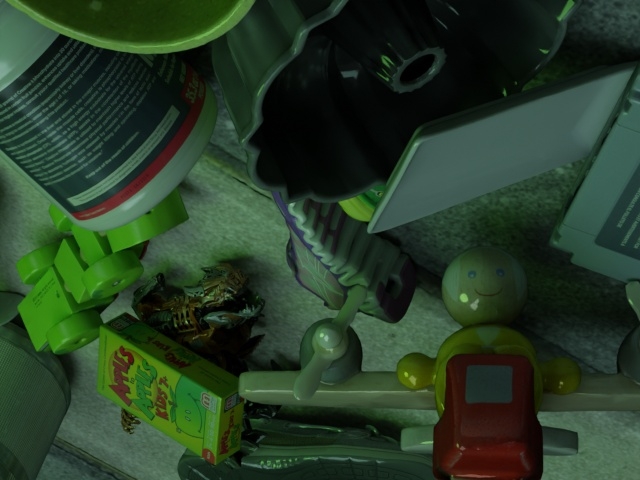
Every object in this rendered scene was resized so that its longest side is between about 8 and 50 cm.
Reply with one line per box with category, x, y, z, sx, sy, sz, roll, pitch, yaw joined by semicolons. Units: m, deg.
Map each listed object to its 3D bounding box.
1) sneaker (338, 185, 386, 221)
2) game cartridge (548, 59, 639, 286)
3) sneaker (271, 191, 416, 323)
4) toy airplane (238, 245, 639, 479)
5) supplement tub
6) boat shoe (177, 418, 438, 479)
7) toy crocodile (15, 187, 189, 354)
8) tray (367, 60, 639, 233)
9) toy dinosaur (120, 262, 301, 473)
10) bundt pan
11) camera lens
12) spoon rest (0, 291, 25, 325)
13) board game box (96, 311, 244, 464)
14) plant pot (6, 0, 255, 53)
sneaker;0.020;-0.155;1.765;0.123;0.109;0.295;-26;123;8
game cartridge;0.342;-0.045;1.748;0.198;0.062;0.297;17;148;-2
sneaker;0.000;0.000;1.951;0.104;0.095;0.236;-3;138;38
toy airplane;0.171;0.139;1.898;0.386;0.272;0.384;-4;-175;-39
supplement tub;-0.247;-0.157;1.788;0.191;0.191;0.272;-19;127;39
boat shoe;-0.010;0.258;2.262;0.320;0.103;0.118;-1;134;19
toy crocodile;-0.252;0.030;2.094;0.115;0.105;0.340;62;144;16
tray;0.164;-0.092;1.681;0.030;0.270;0.145;58;148;21
toy dinosaur;-0.140;0.139;2.169;0.218;0.164;0.322;43;157;-4
bundt pan;0.050;-0.183;1.569;0.124;0.331;0.331;56;150;25
camera lens;-0.439;0.237;2.276;0.219;0.274;0.219;13;141;10
spoon rest;-0.410;0.007;2.145;0.137;0.084;0.276;4;140;20
board game box;-0.165;0.161;2.075;0.181;0.043;0.092;27;128;30
plant pot;-0.131;-0.331;1.478;0.276;0.254;0.276;13;140;11
